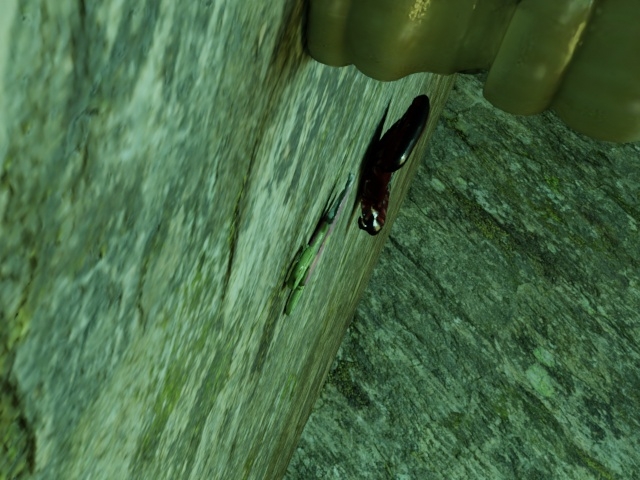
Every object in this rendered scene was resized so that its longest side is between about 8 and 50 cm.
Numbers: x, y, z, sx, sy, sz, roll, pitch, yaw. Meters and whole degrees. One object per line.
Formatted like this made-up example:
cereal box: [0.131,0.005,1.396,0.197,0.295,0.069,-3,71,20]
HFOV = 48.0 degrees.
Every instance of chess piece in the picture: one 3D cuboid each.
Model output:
chess piece: [0.130,-0.150,0.495,0.143,0.260,0.143,23,90,-80]

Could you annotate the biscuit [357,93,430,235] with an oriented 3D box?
biscuit: [0.111,-0.120,1.189,0.235,0.063,0.151,104,11,-60]

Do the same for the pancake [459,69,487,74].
pancake: [0.308,-0.414,1.306,0.250,0.031,0.250,-29,-132,37]

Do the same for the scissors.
scissors: [0.000,0.000,0.905,0.134,0.019,0.187,102,13,-66]
